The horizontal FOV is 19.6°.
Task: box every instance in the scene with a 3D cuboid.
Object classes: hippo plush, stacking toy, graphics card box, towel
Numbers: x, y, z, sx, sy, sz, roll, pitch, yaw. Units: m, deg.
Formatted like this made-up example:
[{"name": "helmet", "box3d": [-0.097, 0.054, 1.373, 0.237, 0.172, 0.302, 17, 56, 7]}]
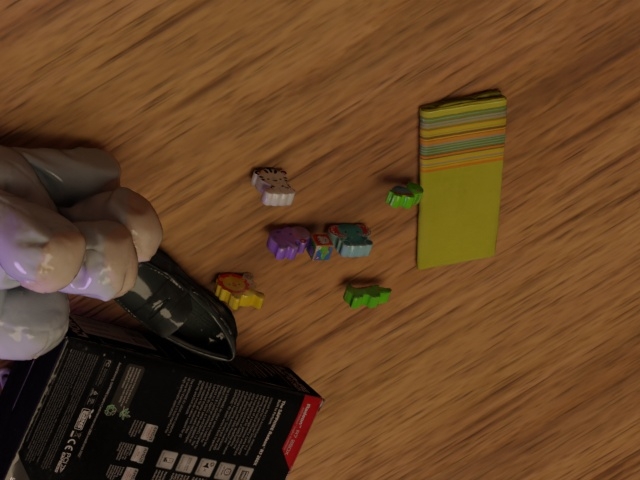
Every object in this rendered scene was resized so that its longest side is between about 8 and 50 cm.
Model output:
[{"name": "hippo plush", "box3d": [-0.326, 0.036, 1.893, 0.294, 0.234, 0.237, 11, 120, -31]}, {"name": "stacking toy", "box3d": [0.000, 0.000, 2.135, 0.221, 0.052, 0.167, 0, 128, -26]}, {"name": "graphics card box", "box3d": [-0.200, 0.230, 2.154, 0.371, 0.094, 0.233, 16, 104, -37]}, {"name": "towel", "box3d": [0.162, -0.068, 2.170, 0.102, 0.021, 0.237, -9, 130, -10]}]

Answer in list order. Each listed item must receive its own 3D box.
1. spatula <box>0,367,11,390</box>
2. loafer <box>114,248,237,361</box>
[{"name": "spatula", "box3d": [-0.292, 0.223, 2.206, 0.168, 0.019, 0.242, -12, 129, -8]}, {"name": "loafer", "box3d": [-0.172, 0.069, 2.090, 0.076, 0.078, 0.223, -44, 130, 12]}]
